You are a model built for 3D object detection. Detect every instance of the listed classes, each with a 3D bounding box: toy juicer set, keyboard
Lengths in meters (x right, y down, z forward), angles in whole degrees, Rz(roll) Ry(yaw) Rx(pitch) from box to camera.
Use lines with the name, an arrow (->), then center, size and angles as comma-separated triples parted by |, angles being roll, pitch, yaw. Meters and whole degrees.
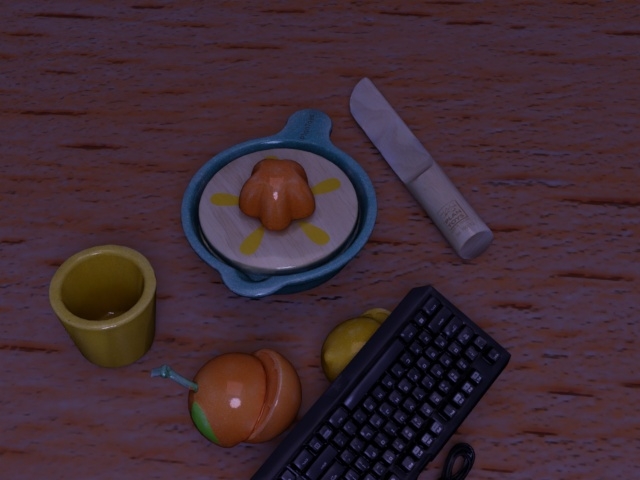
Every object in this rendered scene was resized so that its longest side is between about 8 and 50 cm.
toy juicer set -> 0.000, 0.000, 0.765 | 0.209, 0.089, 0.329 | 35, 59, 27
keyboard -> 0.048, 0.122, 0.679 | 0.108, 0.023, 0.180 | 43, 69, -1
